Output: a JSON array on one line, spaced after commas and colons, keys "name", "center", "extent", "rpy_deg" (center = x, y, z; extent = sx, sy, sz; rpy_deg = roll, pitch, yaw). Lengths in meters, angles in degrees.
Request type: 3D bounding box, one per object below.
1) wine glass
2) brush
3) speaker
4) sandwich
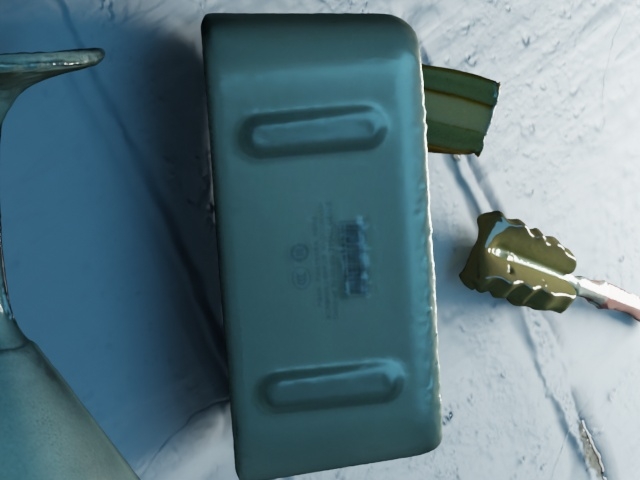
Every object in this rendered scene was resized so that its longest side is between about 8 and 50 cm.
[{"name": "wine glass", "center": [-0.261, 0.054, 1.556], "extent": [0.267, 0.267, 0.406], "rpy_deg": [-8, 96, -35]}, {"name": "brush", "center": [0.261, 0.046, 2.038], "extent": [0.301, 0.071, 0.084], "rpy_deg": [21, 81, -42]}, {"name": "speaker", "center": [0.000, 0.000, 1.725], "extent": [0.184, 0.183, 0.406], "rpy_deg": [-5, 102, -4]}, {"name": "sandwich", "center": [0.068, -0.130, 1.804], "extent": [0.113, 0.163, 0.079], "rpy_deg": [20, 85, -35]}]
